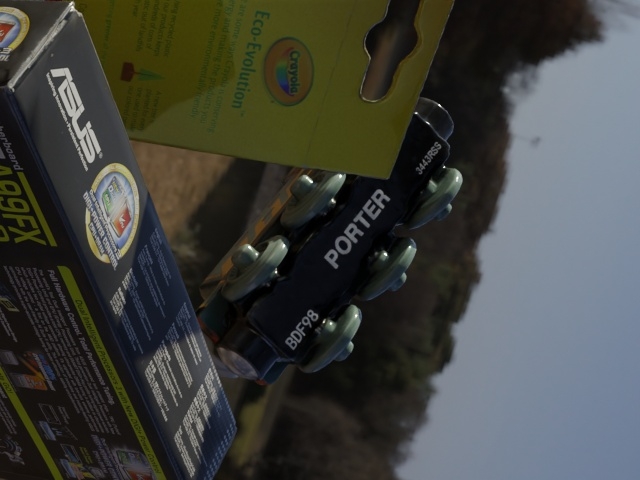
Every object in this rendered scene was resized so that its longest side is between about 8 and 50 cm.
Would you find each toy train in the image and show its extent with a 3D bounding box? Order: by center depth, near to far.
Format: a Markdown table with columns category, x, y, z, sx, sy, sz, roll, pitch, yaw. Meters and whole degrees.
| category | x | y | z | sx | sy | sz | roll | pitch | yaw |
| --- | --- | --- | --- | --- | --- | --- | --- | --- | --- |
| toy train | 0.000 | 0.000 | 1.253 | 0.334 | 0.142 | 0.190 | -53 | -165 | -23 |

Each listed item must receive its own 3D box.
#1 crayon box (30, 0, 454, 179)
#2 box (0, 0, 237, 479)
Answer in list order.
| category | x | y | z | sx | sy | sz | roll | pitch | yaw |
| --- | --- | --- | --- | --- | --- | --- | --- | --- | --- |
| crayon box | -0.091 | -0.149 | 0.705 | 0.081 | 0.319 | 0.202 | -92 | -163 | -46 |
| box | -0.176 | 0.013 | 0.620 | 0.270 | 0.216 | 0.060 | 74 | 30 | -41 |
